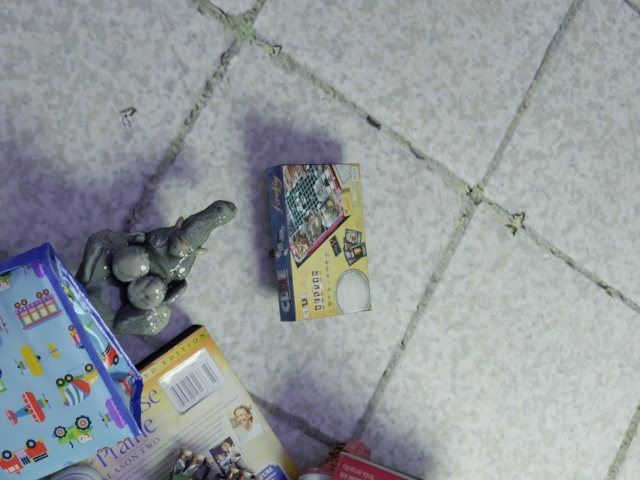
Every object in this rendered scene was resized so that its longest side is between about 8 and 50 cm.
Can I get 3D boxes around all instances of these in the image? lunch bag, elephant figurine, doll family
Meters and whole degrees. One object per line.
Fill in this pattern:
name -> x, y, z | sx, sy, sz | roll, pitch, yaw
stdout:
lunch bag -> -0.394, 0.154, 1.244 | 0.221, 0.138, 0.293 | -24, 117, 2
elephant figurine -> -0.248, 0.040, 1.405 | 0.186, 0.239, 0.169 | 9, 113, 14
doll family -> -0.161, 0.377, 1.392 | 0.193, 0.076, 0.111 | 26, 75, -22

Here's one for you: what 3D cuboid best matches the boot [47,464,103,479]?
boot -> -0.397, 0.424, 1.297 | 0.095, 0.123, 0.258 | 43, 91, -8

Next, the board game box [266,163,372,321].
board game box -> 0.000, 0.000, 1.529 | 0.165, 0.042, 0.243 | -4, 89, -41

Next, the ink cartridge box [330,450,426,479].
ink cartridge box -> 0.090, 0.546, 1.446 | 0.279, 0.160, 0.385 | 34, 73, -52

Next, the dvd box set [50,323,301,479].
dvd box set -> -0.194, 0.383, 1.451 | 0.307, 0.062, 0.420 | -36, 101, -19

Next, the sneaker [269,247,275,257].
sneaker -> -0.053, -0.001, 1.543 | 0.083, 0.031, 0.035 | -32, 94, -29

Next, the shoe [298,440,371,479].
shoe -> 0.025, 0.355, 1.507 | 0.178, 0.063, 0.081 | 25, 54, -49
